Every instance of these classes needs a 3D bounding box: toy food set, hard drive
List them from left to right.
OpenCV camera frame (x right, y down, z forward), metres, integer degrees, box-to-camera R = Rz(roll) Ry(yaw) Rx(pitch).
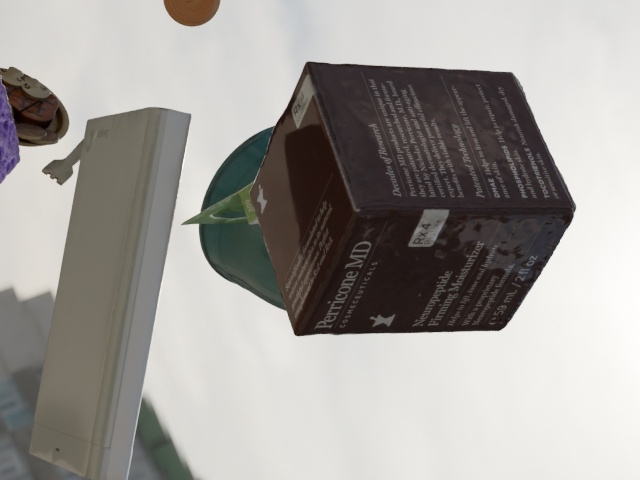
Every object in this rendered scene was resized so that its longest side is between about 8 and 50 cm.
[{"bbox_3d":[-0.323,-0.147,1.895,0.192,0.132,0.038,33,-56,1],"label":"toy food set"},{"bbox_3d":[-0.185,0.044,1.538,0.203,0.040,0.308,0,-100,66],"label":"hard drive"}]

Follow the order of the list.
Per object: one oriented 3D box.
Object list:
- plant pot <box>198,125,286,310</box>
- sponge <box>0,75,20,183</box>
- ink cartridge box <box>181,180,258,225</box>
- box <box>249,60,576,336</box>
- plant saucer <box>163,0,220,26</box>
[{"bbox_3d":[0.000,0.000,2.635,0.255,0.271,0.272,37,-39,45],"label":"plant pot"},{"bbox_3d":[-0.303,-0.123,1.216,0.210,0.031,0.117,24,-33,20],"label":"sponge"},{"bbox_3d":[-0.045,-0.047,2.349,0.235,0.171,0.056,-31,-109,37],"label":"ink cartridge box"},{"bbox_3d":[0.073,-0.033,1.507,0.168,0.203,0.167,115,-34,-45],"label":"box"},{"bbox_3d":[-0.183,-0.348,2.551,0.013,0.083,0.083,-164,-124,-74],"label":"plant saucer"}]
